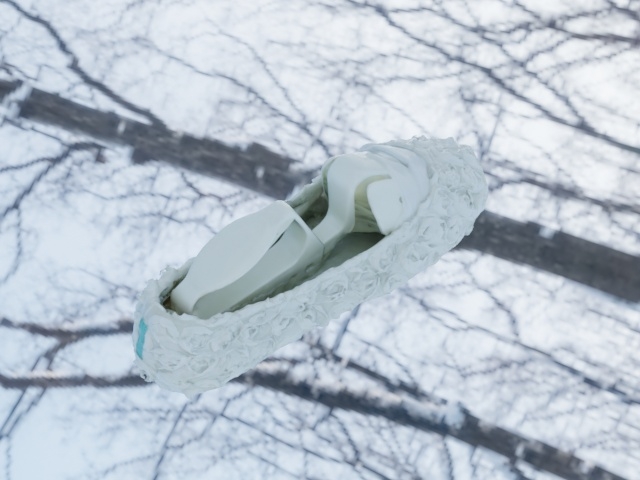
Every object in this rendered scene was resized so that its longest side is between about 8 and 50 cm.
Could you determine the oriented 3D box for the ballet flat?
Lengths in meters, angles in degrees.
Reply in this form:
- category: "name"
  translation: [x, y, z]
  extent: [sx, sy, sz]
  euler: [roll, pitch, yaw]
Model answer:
- category: "ballet flat"
  translation: [0.000, 0.000, 1.220]
  extent: [0.409, 0.147, 0.147]
  euler: [-35, -45, -20]
